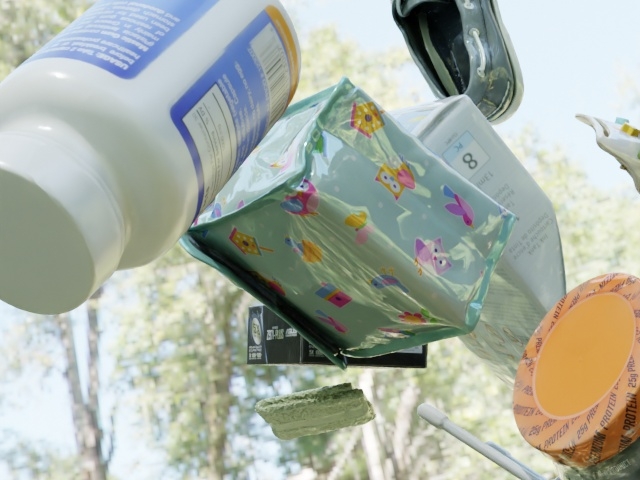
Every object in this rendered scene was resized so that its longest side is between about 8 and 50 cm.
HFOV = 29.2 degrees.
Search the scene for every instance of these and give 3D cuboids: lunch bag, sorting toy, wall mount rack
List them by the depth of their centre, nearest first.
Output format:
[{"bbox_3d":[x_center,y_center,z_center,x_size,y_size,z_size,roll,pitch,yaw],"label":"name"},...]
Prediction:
[{"bbox_3d":[0.246,-0.080,1.014,0.075,0.083,0.045,21,-65,-28],"label":"sorting toy"},{"bbox_3d":[0.000,0.000,1.106,0.223,0.160,0.262,38,-33,-22],"label":"lunch bag"},{"bbox_3d":[0.287,0.234,1.315,0.304,0.130,0.350,-14,-27,24],"label":"wall mount rack"}]

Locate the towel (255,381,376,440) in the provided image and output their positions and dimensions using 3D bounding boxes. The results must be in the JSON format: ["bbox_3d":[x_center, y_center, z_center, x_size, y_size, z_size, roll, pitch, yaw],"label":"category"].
[{"bbox_3d":[-0.004,0.227,1.627,0.148,0.027,0.110,-11,-32,11],"label":"towel"}]

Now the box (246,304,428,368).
[{"bbox_3d":[0.020,0.119,1.526,0.180,0.077,0.147,5,-8,-28],"label":"box"}]

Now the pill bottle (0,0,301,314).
[{"bbox_3d":[-0.131,-0.075,0.826,0.152,0.152,0.272,-33,15,41],"label":"pill bottle"}]

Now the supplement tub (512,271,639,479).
[{"bbox_3d":[0.319,0.163,0.980,0.316,0.193,0.193,30,-40,-22],"label":"supplement tub"}]

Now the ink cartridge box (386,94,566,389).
[{"bbox_3d":[0.183,0.022,1.335,0.091,0.385,0.308,-45,13,-13],"label":"ink cartridge box"}]

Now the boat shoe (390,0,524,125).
[{"bbox_3d":[0.133,-0.280,1.408,0.116,0.319,0.099,-32,-20,35],"label":"boat shoe"}]
